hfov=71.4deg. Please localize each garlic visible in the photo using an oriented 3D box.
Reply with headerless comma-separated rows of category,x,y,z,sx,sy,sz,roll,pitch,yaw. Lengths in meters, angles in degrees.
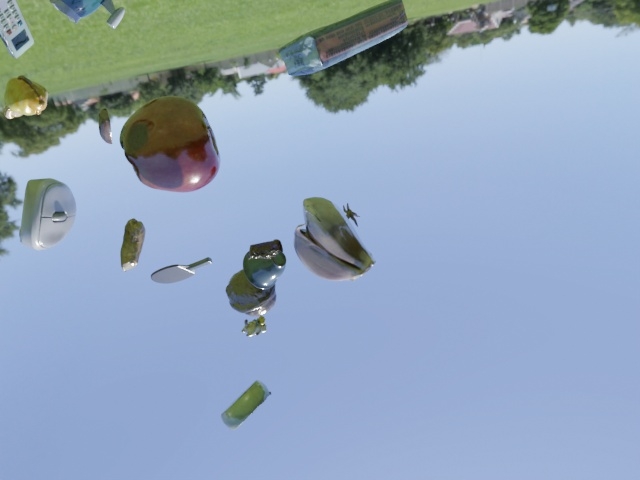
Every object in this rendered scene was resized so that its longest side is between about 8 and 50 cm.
garlic,0.000,0.000,1.483,0.231,0.340,0.246,-37,-136,15

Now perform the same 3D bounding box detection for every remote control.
remote control,-0.637,-0.455,0.899,0.029,0.166,0.065,25,-117,0

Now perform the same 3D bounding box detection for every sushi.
sushi,-0.168,0.030,1.339,0.120,0.055,0.052,-11,-177,5

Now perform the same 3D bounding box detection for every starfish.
starfish,0.148,-0.122,2.254,0.133,0.041,0.130,42,-133,5

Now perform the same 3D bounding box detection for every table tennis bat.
table tennis bat,-0.574,0.126,1.850,0.274,0.154,0.021,-21,-116,13

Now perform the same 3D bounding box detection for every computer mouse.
computer mouse,-0.706,-0.070,1.164,0.121,0.184,0.296,10,179,-33

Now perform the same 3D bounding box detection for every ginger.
ginger,-0.647,0.014,1.530,0.068,0.190,0.095,14,-171,-6

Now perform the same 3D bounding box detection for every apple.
apple,-0.354,-0.216,1.056,0.229,0.230,0.230,-9,-157,4

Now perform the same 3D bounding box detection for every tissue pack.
tissue pack,0.063,-0.579,1.279,0.315,0.103,0.228,-32,-158,-20

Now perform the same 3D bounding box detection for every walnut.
walnut,-0.333,0.254,2.183,0.248,0.249,0.248,-9,-157,4

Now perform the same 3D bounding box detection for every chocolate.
chocolate,-0.652,-0.342,1.341,0.031,0.101,0.065,-12,-124,-29

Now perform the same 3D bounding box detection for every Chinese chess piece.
Chinese chess piece,-0.202,0.444,1.204,0.144,0.058,0.144,-44,174,-6

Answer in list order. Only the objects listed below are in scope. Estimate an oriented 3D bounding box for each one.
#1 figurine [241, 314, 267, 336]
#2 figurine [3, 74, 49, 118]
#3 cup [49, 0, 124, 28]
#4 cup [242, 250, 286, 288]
figurine,-0.192,0.251,1.322,0.047,0.051,0.083,31,-154,37
figurine,-1.031,-0.485,1.540,0.246,0.131,0.156,-10,-150,37
cup,-0.817,-0.834,1.490,0.173,0.299,0.167,-53,-155,-2
cup,-0.231,0.105,2.025,0.150,0.199,0.199,-29,-172,40
